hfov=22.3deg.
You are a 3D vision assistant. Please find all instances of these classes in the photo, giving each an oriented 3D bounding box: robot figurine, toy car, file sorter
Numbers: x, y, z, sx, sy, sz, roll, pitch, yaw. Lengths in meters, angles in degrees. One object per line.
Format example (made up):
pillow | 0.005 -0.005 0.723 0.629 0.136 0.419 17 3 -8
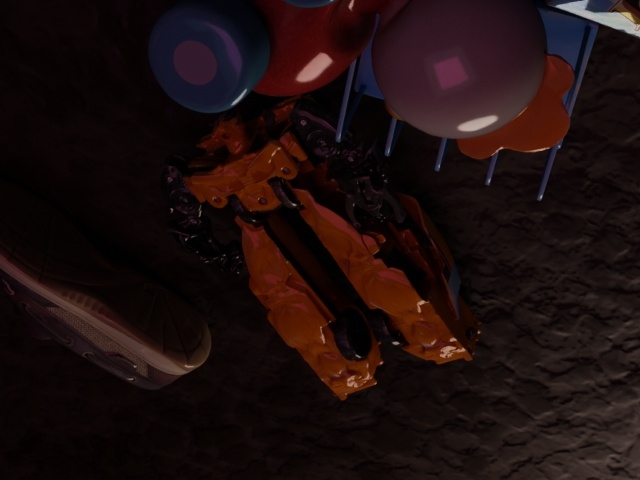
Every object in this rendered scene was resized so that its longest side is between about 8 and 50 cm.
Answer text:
robot figurine | 0.000 0.000 1.353 0.211 0.085 0.291 -20 118 30
toy car | 0.054 -0.130 1.053 0.238 0.219 0.210 45 126 -5
file sorter | 0.106 -0.117 1.215 0.170 0.104 0.118 17 129 6

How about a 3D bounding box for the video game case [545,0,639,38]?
video game case | 0.310 -0.220 1.029 0.244 0.061 0.269 15 136 -29

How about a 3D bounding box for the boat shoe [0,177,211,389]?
boat shoe | -0.235 0.046 1.458 0.285 0.103 0.092 33 125 -16
